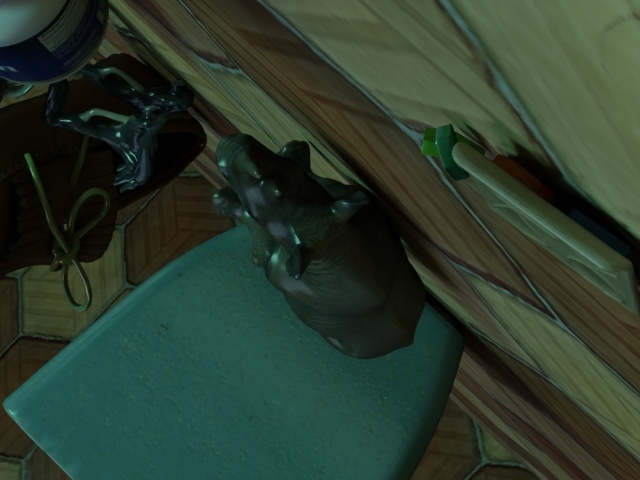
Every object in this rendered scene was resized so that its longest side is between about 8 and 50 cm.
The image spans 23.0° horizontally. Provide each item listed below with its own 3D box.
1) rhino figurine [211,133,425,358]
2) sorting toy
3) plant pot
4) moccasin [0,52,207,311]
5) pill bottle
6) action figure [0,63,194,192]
[{"bbox_3d":[0.000,0.000,0.835,0.106,0.073,0.243,46,177,21],"label":"rhino figurine"},{"bbox_3d":[0.056,-0.012,0.436,0.083,0.012,0.062,39,-179,22],"label":"sorting toy"},{"bbox_3d":[-0.029,0.115,1.136,0.247,0.252,0.248,44,178,8],"label":"plant pot"},{"bbox_3d":[-0.218,-0.034,1.305,0.147,0.139,0.380,34,-151,9],"label":"moccasin"},{"bbox_3d":[-0.184,-0.152,0.919,0.094,0.094,0.169,43,177,7],"label":"pill bottle"},{"bbox_3d":[-0.234,-0.146,1.184,0.275,0.141,0.164,40,-149,-24],"label":"action figure"}]
